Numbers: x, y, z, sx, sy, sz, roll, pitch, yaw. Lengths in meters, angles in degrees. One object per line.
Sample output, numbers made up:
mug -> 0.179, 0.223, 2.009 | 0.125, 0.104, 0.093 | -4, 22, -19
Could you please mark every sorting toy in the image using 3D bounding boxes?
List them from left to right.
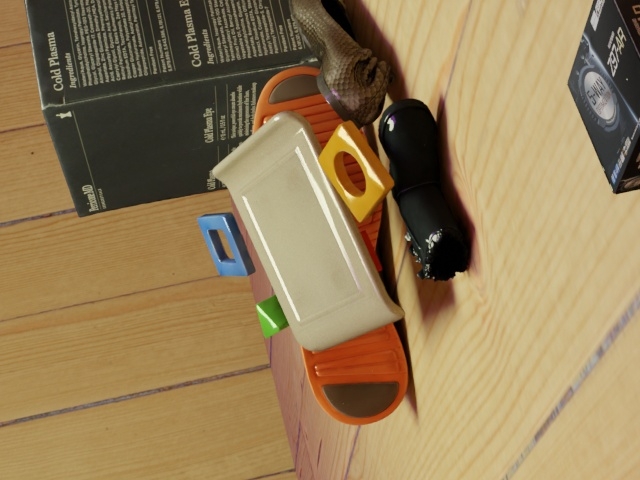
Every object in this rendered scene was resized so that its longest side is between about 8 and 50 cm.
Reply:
sorting toy -> -0.005, -0.007, 1.129 | 0.196, 0.047, 0.347 | 62, 152, 1

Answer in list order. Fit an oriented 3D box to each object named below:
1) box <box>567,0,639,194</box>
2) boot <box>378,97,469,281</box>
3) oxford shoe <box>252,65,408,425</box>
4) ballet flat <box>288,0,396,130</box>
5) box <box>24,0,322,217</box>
box -> 0.138, -0.070, 0.586 | 0.083, 0.018, 0.067 | 93, 163, -62
boot -> 0.079, -0.034, 0.978 | 0.121, 0.045, 0.099 | 83, 171, -51
oxford shoe -> 0.000, 0.000, 1.313 | 0.133, 0.130, 0.364 | -106, 7, -74
ballet flat -> 0.021, -0.177, 1.168 | 0.084, 0.058, 0.250 | 43, -163, -27
box -> -0.174, -0.192, 1.578 | 0.343, 0.312, 0.179 | 101, 156, -70
